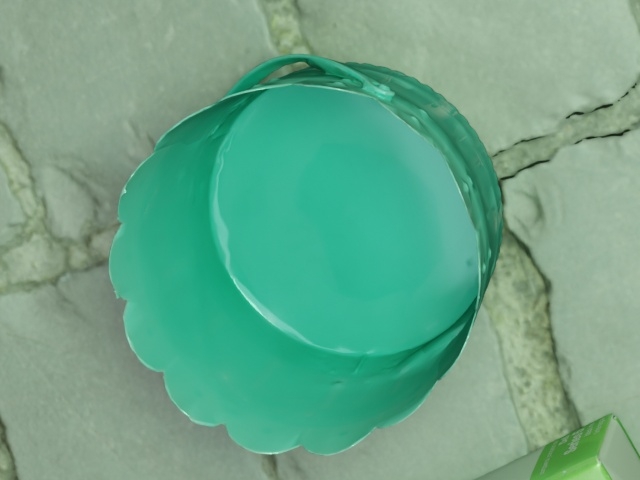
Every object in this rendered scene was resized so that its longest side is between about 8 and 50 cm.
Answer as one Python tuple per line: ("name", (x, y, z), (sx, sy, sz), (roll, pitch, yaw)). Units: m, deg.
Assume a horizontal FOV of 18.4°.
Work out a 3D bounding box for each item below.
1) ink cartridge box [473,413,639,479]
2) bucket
("ink cartridge box", (0.148, 0.286, 1.517), (0.273, 0.115, 0.198), (-28, 96, 20))
("bucket", (0.000, 0.000, 1.444), (0.281, 0.183, 0.281), (4, 105, 14))
